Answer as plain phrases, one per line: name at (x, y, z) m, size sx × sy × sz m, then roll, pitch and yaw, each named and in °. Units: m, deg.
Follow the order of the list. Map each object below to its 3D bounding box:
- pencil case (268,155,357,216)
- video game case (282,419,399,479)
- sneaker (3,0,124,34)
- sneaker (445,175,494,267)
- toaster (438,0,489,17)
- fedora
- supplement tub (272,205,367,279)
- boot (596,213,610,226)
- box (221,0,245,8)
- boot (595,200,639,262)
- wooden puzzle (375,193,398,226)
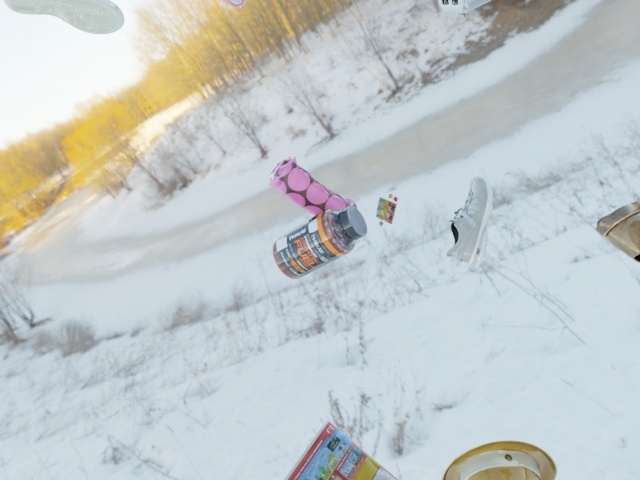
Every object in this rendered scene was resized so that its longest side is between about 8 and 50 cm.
pencil case at (-0.017, -0.108, 1.175) m, size 0.095 × 0.209 × 0.098 m, roll -34°, pitch 34°, yaw 33°
video game case at (0.069, 0.593, 1.226) m, size 0.204 × 0.285 × 0.025 m, roll -44°, pitch -13°, yaw -40°
sneaker at (-0.705, -0.693, 1.464) m, size 0.131 × 0.350 × 0.148 m, roll 108°, pitch 178°, yaw -55°
sneaker at (0.429, -0.067, 1.512) m, size 0.115 × 0.105 × 0.281 m, roll 10°, pitch 67°, yaw 6°
toaster at (0.436, -0.808, 1.595) m, size 0.146 × 0.227 × 0.129 m, roll -39°, pitch 40°, yaw -18°
fedora at (0.304, 0.416, 0.868) m, size 0.194 × 0.194 × 0.079 m, roll -27°, pitch 29°, yaw 16°
supplement tub at (0.000, 0.000, 1.102) m, size 0.198 × 0.106 × 0.106 m, roll -29°, pitch 19°, yaw 29°
boot at (0.848, -0.008, 1.328) m, size 0.190 × 0.208 × 0.076 m, roll -13°, pitch 47°, yaw 62°
box at (-0.228, -0.794, 1.410) m, size 0.154 × 0.142 × 0.299 m, roll 126°, pitch 160°, yaw -54°
boot at (0.724, -0.036, 1.098) m, size 0.305 × 0.112 × 0.115 m, roll -20°, pitch 59°, yaw -22°
wooden puzzle at (0.151, -0.070, 1.203) m, size 0.006 × 0.083 × 0.049 m, roll -9°, pitch 28°, yaw -43°
